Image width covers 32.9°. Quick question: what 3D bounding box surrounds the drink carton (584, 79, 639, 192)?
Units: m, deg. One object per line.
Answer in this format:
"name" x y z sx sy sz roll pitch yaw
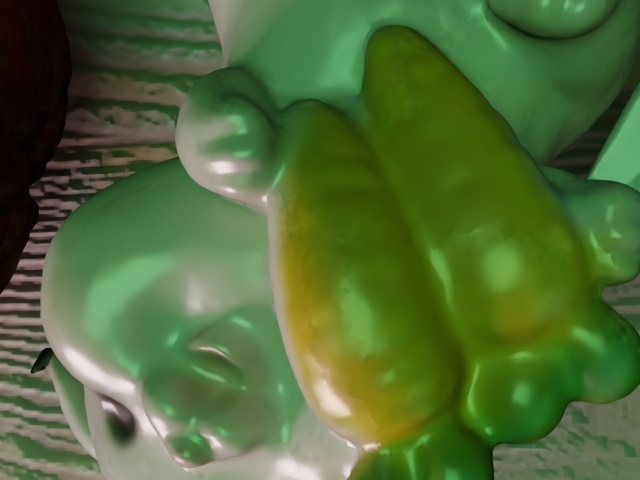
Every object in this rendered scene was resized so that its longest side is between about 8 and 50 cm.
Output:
"drink carton" 0.216 -0.082 0.441 0.134 0.102 0.222 30 97 10

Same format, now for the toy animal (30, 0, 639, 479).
"toy animal" -0.002 -0.001 0.419 0.182 0.247 0.310 20 90 -8

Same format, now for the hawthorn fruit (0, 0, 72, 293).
"hawthorn fruit" -0.265 -0.072 0.468 0.300 0.254 0.254 14 92 -2
